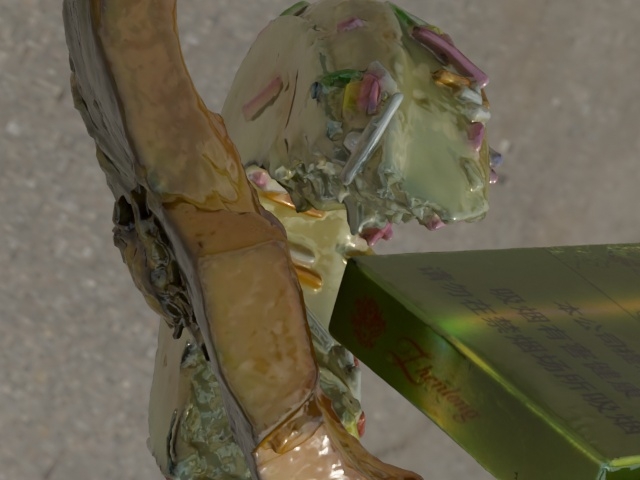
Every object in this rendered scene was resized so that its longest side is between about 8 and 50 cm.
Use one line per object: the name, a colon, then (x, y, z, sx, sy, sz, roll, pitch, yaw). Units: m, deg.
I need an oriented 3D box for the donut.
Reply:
donut: (-0.004, 0.003, 1.377, 0.150, 0.307, 0.371, 15, 119, -16)

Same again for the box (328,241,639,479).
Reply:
box: (0.175, 0.056, 0.889, 0.311, 0.173, 0.043, -1, 118, -37)

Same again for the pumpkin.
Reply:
pumpkin: (-0.038, 0.010, 0.925, 0.095, 0.290, 0.258, -26, 160, -5)
